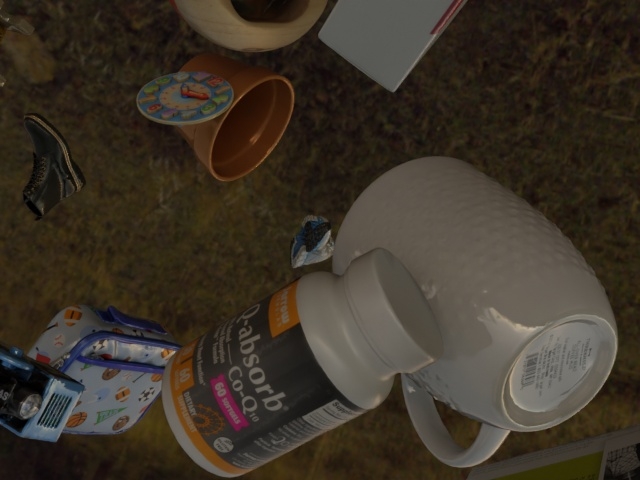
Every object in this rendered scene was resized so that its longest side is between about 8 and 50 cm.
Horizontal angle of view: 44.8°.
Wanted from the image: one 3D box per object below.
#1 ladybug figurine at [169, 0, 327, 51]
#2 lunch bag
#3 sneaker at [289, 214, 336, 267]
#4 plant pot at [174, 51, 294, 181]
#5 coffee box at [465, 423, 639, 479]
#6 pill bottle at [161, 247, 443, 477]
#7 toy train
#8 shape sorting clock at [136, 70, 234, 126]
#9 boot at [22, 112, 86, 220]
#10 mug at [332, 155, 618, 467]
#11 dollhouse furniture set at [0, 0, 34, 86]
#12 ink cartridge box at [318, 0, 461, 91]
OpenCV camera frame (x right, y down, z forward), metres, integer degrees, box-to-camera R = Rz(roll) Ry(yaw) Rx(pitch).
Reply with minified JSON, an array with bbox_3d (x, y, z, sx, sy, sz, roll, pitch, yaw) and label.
[{"bbox_3d":[-0.161,-0.549,1.601,0.162,0.304,0.449,21,-159,36],"label":"ladybug figurine"},{"bbox_3d":[-0.393,0.231,1.389,0.115,0.243,0.303,46,-171,29],"label":"lunch bag"},{"bbox_3d":[0.000,0.000,1.508,0.083,0.071,0.190,0,163,-17],"label":"sneaker"},{"bbox_3d":[-0.233,-0.316,1.875,0.204,0.291,0.291,37,163,20],"label":"plant pot"},{"bbox_3d":[0.291,0.384,0.646,0.338,0.334,0.337,-27,95,35],"label":"coffee box"},{"bbox_3d":[-0.021,0.130,0.838,0.279,0.162,0.162,-32,132,20],"label":"pill bottle"},{"bbox_3d":[-0.328,0.132,0.763,0.184,0.080,0.105,20,166,26],"label":"toy train"},{"bbox_3d":[-0.288,-0.308,1.655,0.206,0.206,0.040,15,130,14],"label":"shape sorting clock"},{"bbox_3d":[-0.588,-0.152,1.620,0.077,0.137,0.197,5,134,40],"label":"boot"},{"bbox_3d":[0.195,0.119,1.018,0.276,0.373,0.328,0,-153,-26],"label":"mug"},{"bbox_3d":[-0.558,-0.180,0.969,0.152,0.373,0.201,12,162,32],"label":"dollhouse furniture set"},{"bbox_3d":[0.191,-0.463,1.288,0.160,0.384,0.279,36,134,-1],"label":"ink cartridge box"}]
